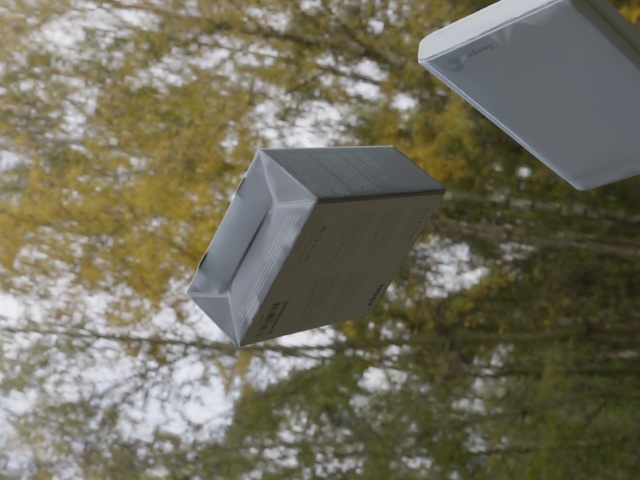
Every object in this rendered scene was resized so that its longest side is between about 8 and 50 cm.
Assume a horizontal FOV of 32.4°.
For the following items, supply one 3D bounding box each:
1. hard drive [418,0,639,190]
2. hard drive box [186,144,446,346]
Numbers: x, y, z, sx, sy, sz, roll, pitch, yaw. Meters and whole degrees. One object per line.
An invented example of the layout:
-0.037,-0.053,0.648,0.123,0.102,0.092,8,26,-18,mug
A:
0.285,-0.164,1.223,0.307,0.203,0.040,31,-124,-35,hard drive
0.000,0.000,1.138,0.232,0.089,0.181,-6,-48,-53,hard drive box
